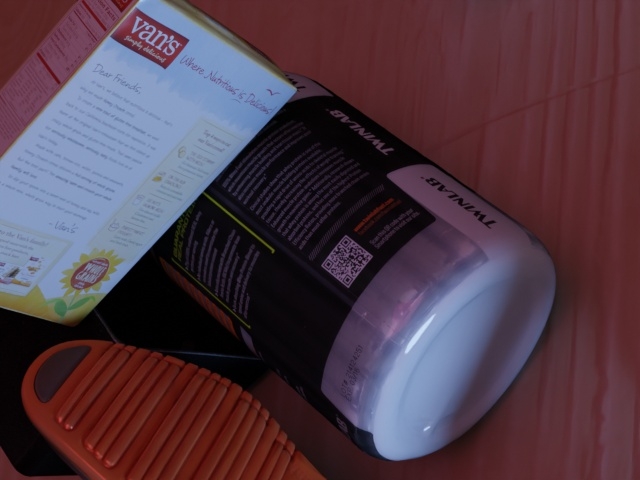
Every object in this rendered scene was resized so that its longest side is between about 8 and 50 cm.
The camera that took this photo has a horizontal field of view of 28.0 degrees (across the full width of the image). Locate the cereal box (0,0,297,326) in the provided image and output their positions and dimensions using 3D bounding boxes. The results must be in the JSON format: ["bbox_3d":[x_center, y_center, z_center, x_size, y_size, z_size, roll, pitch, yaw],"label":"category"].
[{"bbox_3d":[-0.147,-0.053,0.840,0.240,0.173,0.047,-46,58,11],"label":"cereal box"}]

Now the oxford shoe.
[{"bbox_3d":[-0.058,0.204,0.890,0.364,0.130,0.132,34,135,3],"label":"oxford shoe"}]

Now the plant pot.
[{"bbox_3d":[-0.186,0.090,1.049,0.187,0.188,0.167,47,109,31],"label":"plant pot"}]

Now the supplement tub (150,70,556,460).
[{"bbox_3d":[0.000,0.000,0.956,0.316,0.193,0.193,39,96,31],"label":"supplement tub"}]
